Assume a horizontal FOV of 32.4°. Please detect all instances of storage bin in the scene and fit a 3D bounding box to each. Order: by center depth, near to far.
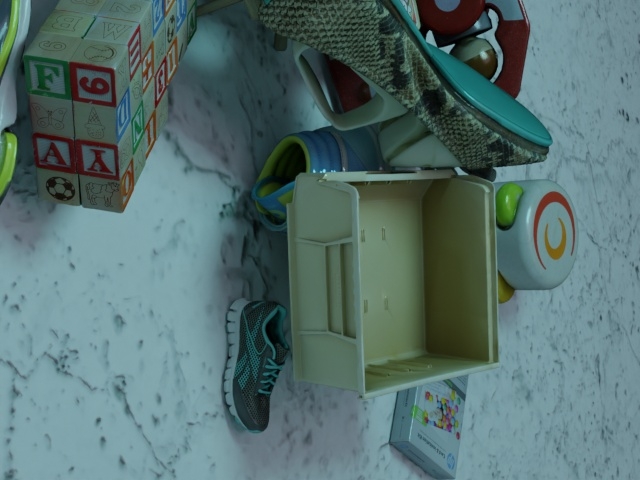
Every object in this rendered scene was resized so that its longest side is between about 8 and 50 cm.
[{"bbox_3d":[0.096,0.042,1.372,0.262,0.123,0.260,-5,95,-44],"label":"storage bin"}]

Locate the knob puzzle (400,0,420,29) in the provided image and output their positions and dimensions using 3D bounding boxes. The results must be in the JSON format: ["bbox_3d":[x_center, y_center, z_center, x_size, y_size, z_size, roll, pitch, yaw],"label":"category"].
[{"bbox_3d":[0.082,-0.316,1.418,0.213,0.030,0.213,10,78,-53],"label":"knob puzzle"}]

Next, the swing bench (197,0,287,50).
[{"bbox_3d":[-0.084,-0.379,1.376,0.253,0.165,0.254,-14,93,-55],"label":"swing bench"}]

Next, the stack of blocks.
[{"bbox_3d":[-0.206,-0.189,1.140,0.297,0.087,0.171,-76,174,-48],"label":"stack of blocks"}]

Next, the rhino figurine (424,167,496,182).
[{"bbox_3d":[0.203,-0.134,1.704,0.073,0.243,0.106,-40,112,-7],"label":"rhino figurine"}]

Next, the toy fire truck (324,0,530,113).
[{"bbox_3d":[0.160,-0.252,1.595,0.169,0.302,0.253,-43,115,-76],"label":"toy fire truck"}]

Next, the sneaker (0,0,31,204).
[{"bbox_3d":[-0.341,-0.170,0.996,0.121,0.111,0.299,14,68,-49],"label":"sneaker"}]

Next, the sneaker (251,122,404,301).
[{"bbox_3d":[0.000,0.000,1.449,0.208,0.127,0.318,-10,96,-44],"label":"sneaker"}]

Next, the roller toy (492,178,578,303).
[{"bbox_3d":[0.347,-0.007,1.922,0.191,0.146,0.209,-19,103,-47],"label":"roller toy"}]

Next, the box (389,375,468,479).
[{"bbox_3d":[0.170,0.252,1.688,0.145,0.038,0.186,44,48,-41],"label":"box"}]

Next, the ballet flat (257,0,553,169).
[{"bbox_3d":[0.097,-0.191,1.353,0.483,0.182,0.164,33,22,-43],"label":"ballet flat"}]

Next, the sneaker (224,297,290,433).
[{"bbox_3d":[-0.071,0.148,1.327,0.065,0.076,0.166,10,73,-53],"label":"sneaker"}]
